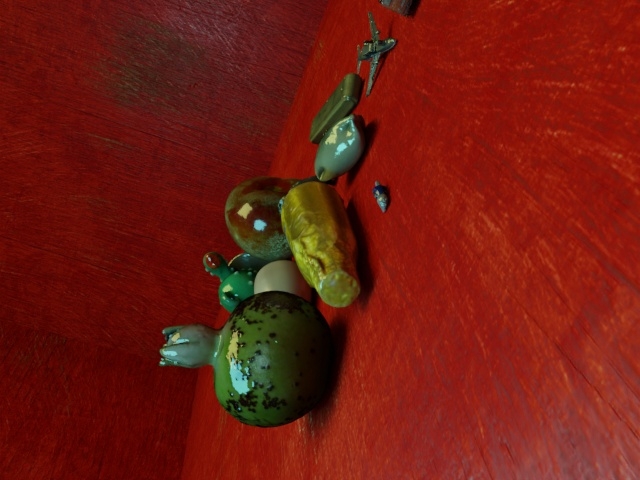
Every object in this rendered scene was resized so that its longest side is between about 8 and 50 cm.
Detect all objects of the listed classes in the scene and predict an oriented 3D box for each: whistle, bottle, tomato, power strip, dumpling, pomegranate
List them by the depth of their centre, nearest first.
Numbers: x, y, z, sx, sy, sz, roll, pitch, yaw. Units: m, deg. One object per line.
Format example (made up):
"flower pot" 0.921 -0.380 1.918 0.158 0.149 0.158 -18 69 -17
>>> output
"whistle" 0.119 -0.090 1.277 0.083 0.029 0.033 -99 12 -50
"pomegranate" -0.150 0.227 1.294 0.285 0.341 0.284 -167 90 -80
"bottle" -0.088 0.170 1.583 0.236 0.148 0.147 -100 29 -55
"dumpling" 0.054 -0.242 1.593 0.216 0.105 0.149 119 163 -46
"tomato" -0.126 -0.052 1.782 0.270 0.270 0.222 -100 6 -65
"power strip" 0.039 -0.384 1.976 0.387 0.066 0.092 145 139 -67

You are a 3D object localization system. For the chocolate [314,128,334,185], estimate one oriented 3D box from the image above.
"chocolate" 0.031 -0.227 1.773 0.070 0.072 0.147 -114 36 -67

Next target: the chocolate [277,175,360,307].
"chocolate" 0.000 0.000 1.372 0.445 0.162 0.162 -107 36 -67

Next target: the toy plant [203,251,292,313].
"toy plant" -0.201 0.117 1.847 0.185 0.279 0.400 -30 9 18

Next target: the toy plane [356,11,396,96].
"toy plane" 0.139 -0.492 1.674 0.226 0.058 0.225 -168 79 -78

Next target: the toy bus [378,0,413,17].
"toy bus" 0.178 -0.608 1.571 0.235 0.096 0.073 -96 28 -58
